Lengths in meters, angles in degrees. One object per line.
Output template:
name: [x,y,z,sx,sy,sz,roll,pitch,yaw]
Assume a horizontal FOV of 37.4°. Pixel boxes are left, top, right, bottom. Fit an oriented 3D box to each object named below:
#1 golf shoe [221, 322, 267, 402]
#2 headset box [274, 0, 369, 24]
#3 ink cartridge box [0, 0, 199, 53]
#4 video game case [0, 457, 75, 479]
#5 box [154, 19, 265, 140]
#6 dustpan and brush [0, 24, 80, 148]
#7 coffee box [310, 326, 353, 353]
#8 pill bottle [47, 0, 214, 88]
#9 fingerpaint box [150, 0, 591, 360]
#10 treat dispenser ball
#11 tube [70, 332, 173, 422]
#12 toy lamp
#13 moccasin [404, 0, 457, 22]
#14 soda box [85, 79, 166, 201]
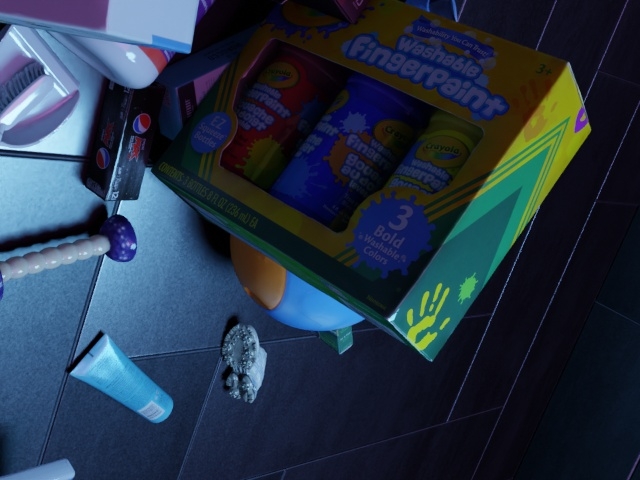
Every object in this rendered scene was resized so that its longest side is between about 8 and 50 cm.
golf shoe: [-0.132,0.206,1.719,0.086,0.069,0.176,-51,153,-49]
headset box: [0.010,-0.436,1.260,0.293,0.218,0.110,-55,144,-5]
ink cartridge box: [-0.267,-0.302,0.897,0.198,0.270,0.197,-22,123,-75]
video game case: [-0.536,0.442,1.313,0.329,0.036,0.300,-8,140,-49]
box: [-0.127,-0.235,1.377,0.244,0.060,0.100,-34,138,-32]
dustpan and brush: [-0.377,-0.146,1.130,0.211,0.060,0.147,-50,145,-13]
coffee box: [0.005,0.115,1.762,0.040,0.113,0.184,-34,140,-27]
pill bottle: [-0.187,-0.350,1.109,0.323,0.182,0.181,-55,145,-7]
fingerpaint box: [0.055,-0.121,1.244,0.371,0.445,0.163,-54,145,-7]
treat dispenser ball: [0.000,0.000,1.510,0.288,0.288,0.288,-31,137,-35]
tube: [-0.310,0.228,1.511,0.080,0.052,0.207,-54,140,-16]
toy lamp: [-0.373,0.030,1.253,0.275,0.080,0.080,-17,128,-43]
moccasin: [0.227,-0.294,1.714,0.117,0.138,0.341,-41,143,-31]
soda box: [-0.265,-0.139,1.282,0.060,0.053,0.168,-5,120,-51]
